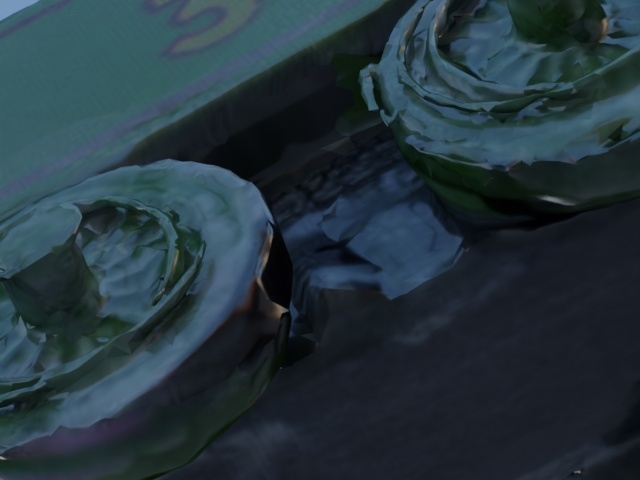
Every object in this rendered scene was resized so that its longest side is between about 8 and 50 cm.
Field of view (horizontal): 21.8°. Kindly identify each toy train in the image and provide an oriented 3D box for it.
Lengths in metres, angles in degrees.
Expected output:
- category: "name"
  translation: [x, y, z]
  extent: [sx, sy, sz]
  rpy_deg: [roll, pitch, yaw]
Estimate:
- category: "toy train"
  translation: [0.000, 0.000, 0.476]
  extent: [0.307, 0.249, 0.173]
  rpy_deg: [-30, -55, -4]
